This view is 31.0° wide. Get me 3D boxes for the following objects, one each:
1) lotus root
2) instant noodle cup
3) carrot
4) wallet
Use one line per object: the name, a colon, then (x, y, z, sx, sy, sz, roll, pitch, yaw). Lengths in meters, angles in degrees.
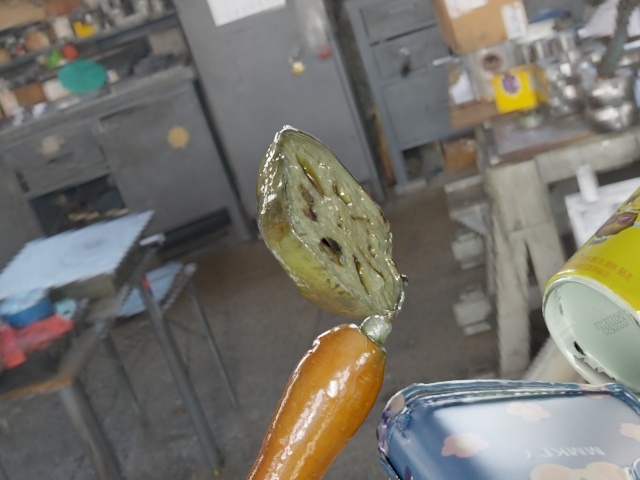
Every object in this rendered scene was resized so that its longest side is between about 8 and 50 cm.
lotus root: (-0.003, -0.003, 1.104, 0.078, 0.203, 0.183, -32, 19, 25)
instant noodle cup: (0.343, 0.034, 1.097, 0.236, 0.215, 0.215, -36, 24, -22)
carrot: (-0.013, 0.087, 0.461, 0.142, 0.035, 0.035, -57, 19, 7)
wallet: (0.120, 0.123, 0.478, 0.141, 0.059, 0.202, 3, 18, -19)
